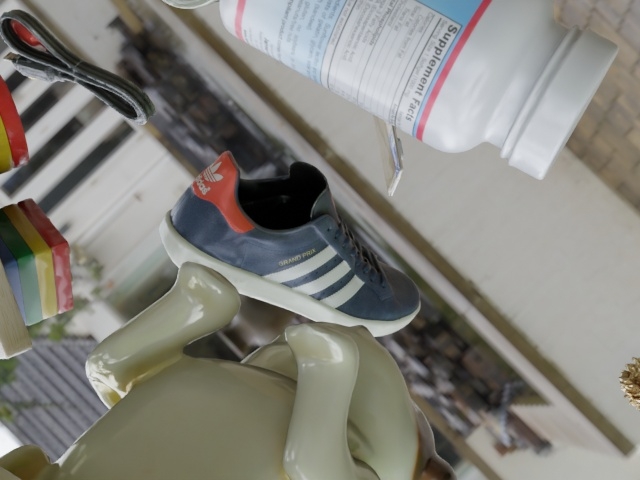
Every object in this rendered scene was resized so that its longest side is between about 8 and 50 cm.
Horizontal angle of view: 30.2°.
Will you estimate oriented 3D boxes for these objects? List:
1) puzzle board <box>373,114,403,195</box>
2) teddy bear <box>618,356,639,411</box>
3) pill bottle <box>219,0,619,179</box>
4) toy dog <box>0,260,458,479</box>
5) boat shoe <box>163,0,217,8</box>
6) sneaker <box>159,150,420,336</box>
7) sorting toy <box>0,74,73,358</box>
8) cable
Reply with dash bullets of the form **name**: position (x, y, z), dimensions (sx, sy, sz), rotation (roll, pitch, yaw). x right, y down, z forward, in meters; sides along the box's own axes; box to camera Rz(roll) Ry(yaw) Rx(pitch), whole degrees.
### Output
- **puzzle board**: position (0.083, -0.129, 1.442), dimensions (0.096, 0.011, 0.128), rotation (110, 151, -73)
- **teddy bear**: position (0.395, 0.092, 1.089), dimensions (0.245, 0.338, 0.113), rotation (-9, 113, 57)
- **pill bottle**: position (0.043, -0.094, 0.518), dimensions (0.160, 0.087, 0.087), rotation (30, 175, 9)
- **toy dog**: position (-0.058, 0.216, 0.928), dimensions (0.285, 0.408, 0.395), rotation (8, 115, 37)
- **boat shoe**: position (-0.049, -0.282, 1.072), dimensions (0.340, 0.113, 0.127), rotation (-6, 89, 57)
- **sneaker**: position (0.000, 0.000, 1.336), dimensions (0.350, 0.148, 0.131), rotation (18, -154, -36)
- **sorting toy**: position (-0.302, -0.027, 1.077), dimensions (0.255, 0.089, 0.257), rotation (-15, 95, 69)
- **cable**: position (-0.350, -0.259, 1.688), dimensions (0.287, 0.072, 0.139), rotation (19, 141, 24)
